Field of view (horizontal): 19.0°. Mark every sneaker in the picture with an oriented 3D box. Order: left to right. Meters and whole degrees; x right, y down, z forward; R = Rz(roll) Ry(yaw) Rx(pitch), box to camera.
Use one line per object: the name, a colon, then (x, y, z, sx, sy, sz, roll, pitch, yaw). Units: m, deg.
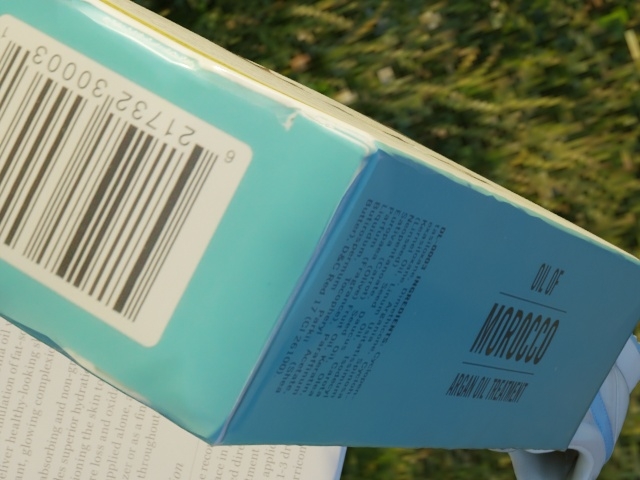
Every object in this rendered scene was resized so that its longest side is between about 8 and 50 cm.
sneaker: (0.095, 0.053, 0.967, 0.229, 0.087, 0.092, 44, 59, -42)

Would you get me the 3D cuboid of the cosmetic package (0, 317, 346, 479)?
cosmetic package: (-0.212, 0.112, 1.443, 0.453, 0.161, 0.230, 16, 79, -12)

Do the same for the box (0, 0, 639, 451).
box: (0.000, 0.000, 0.444, 0.060, 0.100, 0.244, -63, 158, 4)
